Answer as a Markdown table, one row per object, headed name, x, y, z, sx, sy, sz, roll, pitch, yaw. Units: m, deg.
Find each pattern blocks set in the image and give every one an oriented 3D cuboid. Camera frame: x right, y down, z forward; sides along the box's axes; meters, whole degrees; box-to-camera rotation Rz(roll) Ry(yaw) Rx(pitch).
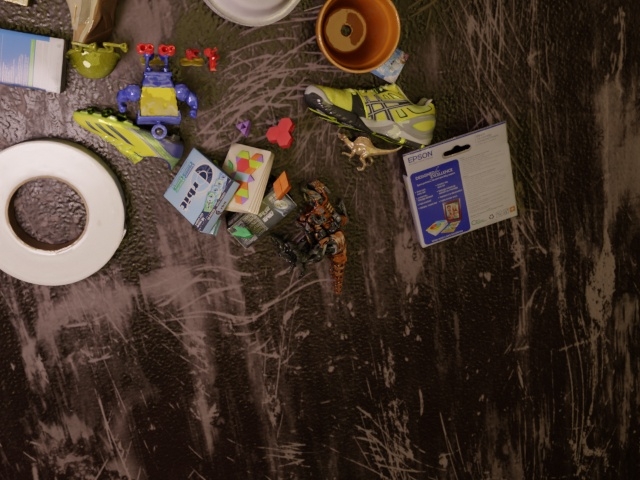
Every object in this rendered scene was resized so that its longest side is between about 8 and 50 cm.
| name | x | y | z | sx | sy | sz | roll | pitch | yaw |
| --- | --- | --- | --- | --- | --- | --- | --- | --- | --- |
| pattern blocks set | -0.201 | -0.163 | 1.833 | 0.285 | 0.026 | 0.325 | 0 | 74 | 28 |

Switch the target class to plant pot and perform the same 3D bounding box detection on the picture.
| name | x | y | z | sx | sy | sz | roll | pitch | yaw |
| --- | --- | --- | --- | --- | --- | --- | --- | --- | --- |
| plant pot | 0.080 | -0.535 | 1.790 | 0.205 | 0.188 | 0.205 | -3 | 107 | -9 |

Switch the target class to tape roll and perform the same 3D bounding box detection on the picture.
| name | x | y | z | sx | sy | sz | roll | pitch | yaw |
| --- | --- | --- | --- | --- | --- | --- | --- | --- | --- |
| tape roll | -0.706 | -0.073 | 1.845 | 0.392 | 0.072 | 0.392 | -3 | 106 | -10 |

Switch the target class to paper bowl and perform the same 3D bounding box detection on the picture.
| name | x | y | z | sx | sy | sz | roll | pitch | yaw |
| --- | --- | --- | --- | --- | --- | --- | --- | --- | --- |
| paper bowl | -0.164 | -0.667 | 1.712 | 0.284 | 0.148 | 0.284 | -6 | 111 | -15 |

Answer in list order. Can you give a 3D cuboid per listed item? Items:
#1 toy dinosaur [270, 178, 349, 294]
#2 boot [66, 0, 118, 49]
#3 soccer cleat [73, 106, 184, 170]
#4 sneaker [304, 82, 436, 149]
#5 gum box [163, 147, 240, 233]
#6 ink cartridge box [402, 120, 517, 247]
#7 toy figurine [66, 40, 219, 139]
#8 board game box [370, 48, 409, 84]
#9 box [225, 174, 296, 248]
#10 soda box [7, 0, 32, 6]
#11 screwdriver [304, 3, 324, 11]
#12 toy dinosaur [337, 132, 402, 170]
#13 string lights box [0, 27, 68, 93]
| name | x | y | z | sx | sy | sz | roll | pitch | yaw |
| --- | --- | --- | --- | --- | --- | --- | --- | --- | --- |
| toy dinosaur | 0.000 | 0.000 | 1.960 | 0.218 | 0.164 | 0.322 | -25 | 88 | -19 |
| boot | -0.596 | -0.585 | 1.698 | 0.203 | 0.095 | 0.262 | 40 | 134 | 7 |
| soccer cleat | -0.498 | -0.260 | 1.818 | 0.289 | 0.093 | 0.121 | 16 | 109 | -14 |
| sneaker | 0.135 | -0.358 | 1.891 | 0.384 | 0.145 | 0.147 | 14 | 96 | -24 |
| gum box | -0.313 | -0.132 | 1.846 | 0.041 | 0.184 | 0.157 | 24 | 103 | -52 |
| ink cartridge box | 0.393 | -0.163 | 1.993 | 0.303 | 0.072 | 0.307 | -18 | 118 | -3 |
| toy figurine | -0.421 | -0.355 | 1.714 | 0.362 | 0.191 | 0.217 | -3 | 97 | -19 |
| board game box | 0.180 | -0.484 | 1.911 | 0.090 | 0.020 | 0.090 | 24 | 102 | -16 |
| box | -0.163 | -0.079 | 1.900 | 0.180 | 0.147 | 0.077 | -41 | 108 | 3 |
| soda box | -0.711 | -0.656 | 1.681 | 0.061 | 0.058 | 0.181 | 12 | 104 | -13 |
| screwdriver | 0.037 | -0.629 | 1.847 | 0.169 | 0.024 | 0.025 | -13 | 78 | 0 |
| toy dinosaur | 0.125 | -0.240 | 1.932 | 0.183 | 0.053 | 0.093 | 17 | 128 | 8 |
| string lights box | -0.761 | -0.447 | 1.723 | 0.259 | 0.077 | 0.133 | 7 | 104 | -12 |
